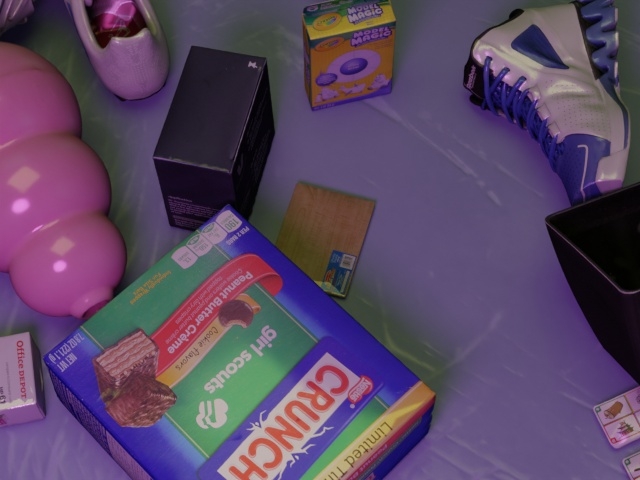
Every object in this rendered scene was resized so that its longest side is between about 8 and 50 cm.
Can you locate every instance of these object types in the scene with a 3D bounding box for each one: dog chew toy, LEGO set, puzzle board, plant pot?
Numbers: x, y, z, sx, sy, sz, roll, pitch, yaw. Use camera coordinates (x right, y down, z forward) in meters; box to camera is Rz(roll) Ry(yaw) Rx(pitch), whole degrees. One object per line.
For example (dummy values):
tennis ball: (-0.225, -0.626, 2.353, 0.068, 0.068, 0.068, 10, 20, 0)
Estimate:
dog chew toy: (-0.328, -0.058, 1.529, 0.206, 0.206, 0.332, -29, 74, -14)
LEGO set: (0.439, 0.209, 1.461, 0.244, 0.060, 0.182, -26, 65, 1)
puzzle board: (0.000, 0.000, 1.589, 0.096, 0.011, 0.128, 15, 64, 7)
plant pot: (0.369, 0.051, 1.446, 0.188, 0.167, 0.187, -21, 30, -9)

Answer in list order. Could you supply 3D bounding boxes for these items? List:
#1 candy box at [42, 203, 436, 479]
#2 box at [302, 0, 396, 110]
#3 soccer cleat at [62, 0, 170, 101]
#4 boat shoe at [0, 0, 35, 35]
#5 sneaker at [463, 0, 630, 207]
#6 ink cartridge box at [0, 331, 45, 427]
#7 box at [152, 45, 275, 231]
candy box: (-0.085, 0.164, 1.442, 0.268, 0.122, 0.317, -41, 70, -19)
box: (0.033, -0.224, 1.610, 0.105, 0.179, 0.043, -14, 63, -5)
soccer cleat: (-0.270, -0.324, 1.689, 0.116, 0.143, 0.331, -24, 64, -11)
boat shoe: (-0.390, -0.300, 1.677, 0.096, 0.088, 0.267, 30, 102, 42)
sneaker: (0.260, -0.159, 1.615, 0.182, 0.127, 0.315, -1, 55, 5)
ink cartridge box: (-0.364, 0.156, 1.490, 0.122, 0.052, 0.088, -10, 62, -6)
box: (-0.117, -0.109, 1.565, 0.093, 0.158, 0.156, 12, 63, 7)
